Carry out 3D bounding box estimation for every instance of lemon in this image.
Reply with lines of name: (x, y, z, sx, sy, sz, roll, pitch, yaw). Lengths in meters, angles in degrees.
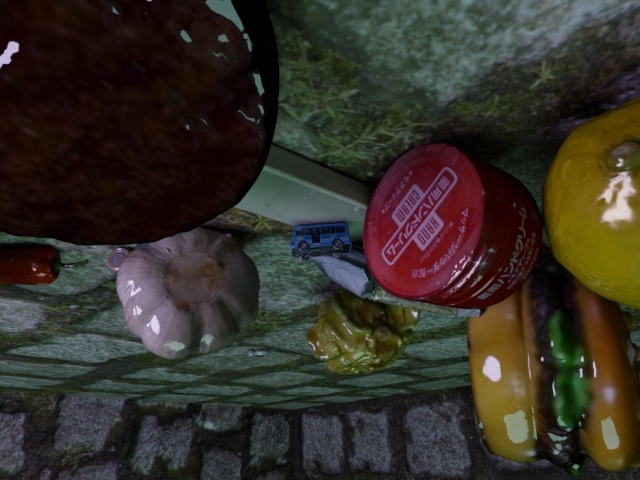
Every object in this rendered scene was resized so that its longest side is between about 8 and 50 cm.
lemon: (0.373, -0.036, 0.502, 0.288, 0.234, 0.233, 21, 146, -34)

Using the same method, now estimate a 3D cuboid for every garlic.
garlic: (-0.215, 0.093, 0.745, 0.218, 0.219, 0.212, 8, 152, -22)

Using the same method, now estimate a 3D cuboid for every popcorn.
popcorn: (0.089, 0.187, 0.988, 0.234, 0.181, 0.216, 8, 151, -32)

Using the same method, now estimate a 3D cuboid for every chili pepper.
chili pepper: (-0.522, 0.044, 0.768, 0.272, 0.064, 0.071, -1, 142, 3)

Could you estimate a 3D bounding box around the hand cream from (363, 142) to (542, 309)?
hand cream: (0.157, -0.012, 0.567, 0.125, 0.193, 0.193, 11, 151, -34)

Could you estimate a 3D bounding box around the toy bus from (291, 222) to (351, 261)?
toy bus: (0.000, 0.000, 0.643, 0.083, 0.046, 0.038, -4, 155, -2)

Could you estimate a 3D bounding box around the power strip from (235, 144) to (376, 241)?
power strip: (-0.050, -0.068, 0.599, 0.367, 0.043, 0.106, 17, 148, -35)

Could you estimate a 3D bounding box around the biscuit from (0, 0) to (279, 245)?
biscuit: (-0.230, -0.138, 0.347, 0.406, 0.091, 0.408, 2, 145, 1)

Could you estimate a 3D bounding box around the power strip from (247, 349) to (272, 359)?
power strip: (-0.206, 0.386, 1.541, 0.083, 0.035, 0.055, 8, 152, -27)

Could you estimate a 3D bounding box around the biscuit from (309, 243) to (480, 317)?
biscuit: (0.127, 0.067, 0.813, 0.308, 0.079, 0.186, 14, -177, -34)

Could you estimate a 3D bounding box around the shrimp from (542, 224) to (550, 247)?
shrimp: (0.441, -0.045, 0.687, 0.145, 0.059, 0.254, 15, 155, -14)

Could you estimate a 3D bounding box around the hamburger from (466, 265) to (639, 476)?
hamburger: (0.461, 0.231, 0.892, 0.277, 0.396, 0.395, -9, 155, 27)

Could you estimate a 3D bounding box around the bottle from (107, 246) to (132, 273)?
bottle: (-0.333, 0.048, 0.811, 0.045, 0.045, 0.096, -5, 157, 5)

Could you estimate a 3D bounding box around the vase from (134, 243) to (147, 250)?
vase: (-0.280, 0.065, 0.834, 0.059, 0.060, 0.211, -5, 149, 5)
